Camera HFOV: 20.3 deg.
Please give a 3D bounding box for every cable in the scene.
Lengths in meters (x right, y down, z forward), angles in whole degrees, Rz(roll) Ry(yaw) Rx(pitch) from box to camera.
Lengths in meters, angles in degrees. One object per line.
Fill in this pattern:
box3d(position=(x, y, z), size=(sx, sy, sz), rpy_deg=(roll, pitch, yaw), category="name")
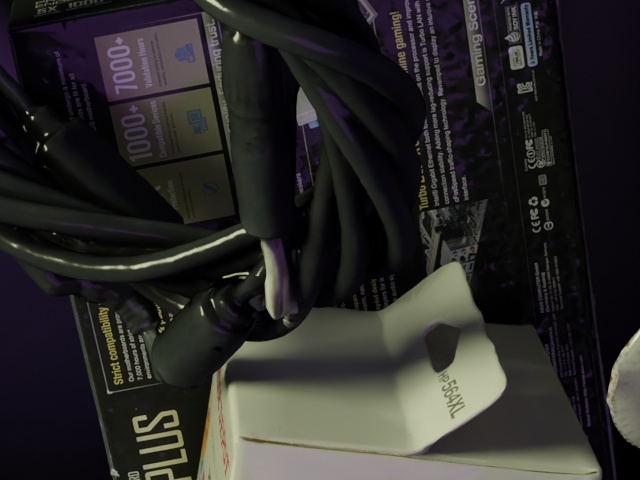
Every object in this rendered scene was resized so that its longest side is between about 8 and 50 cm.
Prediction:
box3d(position=(-0.060, -0.050, 0.398), size=(0.184, 0.150, 0.047), rpy_deg=(52, 54, -7), category="cable")

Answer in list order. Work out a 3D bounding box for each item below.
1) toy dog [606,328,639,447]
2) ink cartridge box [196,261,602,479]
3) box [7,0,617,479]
box3d(position=(0.146, -0.013, 0.480), size=(0.161, 0.220, 0.334), rpy_deg=(3, 129, 30), category="toy dog")
box3d(position=(0.012, 0.082, 0.469), size=(0.090, 0.092, 0.143), rpy_deg=(6, 109, -8), category="ink cartridge box")
box3d(position=(0.000, 0.000, 0.528), size=(0.147, 0.077, 0.180), rpy_deg=(-12, 112, -2), category="box")
